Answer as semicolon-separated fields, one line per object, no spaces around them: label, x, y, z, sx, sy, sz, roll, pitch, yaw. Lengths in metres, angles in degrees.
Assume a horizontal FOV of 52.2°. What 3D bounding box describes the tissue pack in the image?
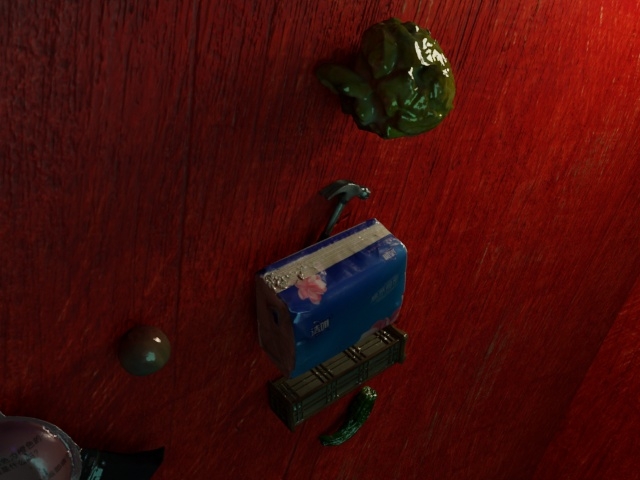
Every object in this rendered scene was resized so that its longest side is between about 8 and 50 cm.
tissue pack;0.023;0.106;1.182;0.269;0.137;0.209;-23;134;-29

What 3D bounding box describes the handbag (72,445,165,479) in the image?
handbag;-0.403;0.450;1.103;0.254;0.088;0.211;-54;148;5

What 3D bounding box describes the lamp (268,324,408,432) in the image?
lamp;0.043;0.280;1.405;0.325;0.089;0.090;-25;132;-30

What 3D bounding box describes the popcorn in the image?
popcorn;0.104;-0.247;1.019;0.212;0.198;0.198;-14;133;-3

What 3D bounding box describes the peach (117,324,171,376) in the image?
peach;-0.277;0.170;1.022;0.083;0.083;0.083;-25;133;-29

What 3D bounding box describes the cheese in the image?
cheese;-0.431;0.366;0.969;0.189;0.074;0.286;-28;114;-1

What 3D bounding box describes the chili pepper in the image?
chili pepper;0.074;0.428;1.577;0.182;0.050;0.073;-52;148;4

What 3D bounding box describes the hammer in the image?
hammer;0.000;0.000;1.202;0.103;0.029;0.246;11;112;-48
